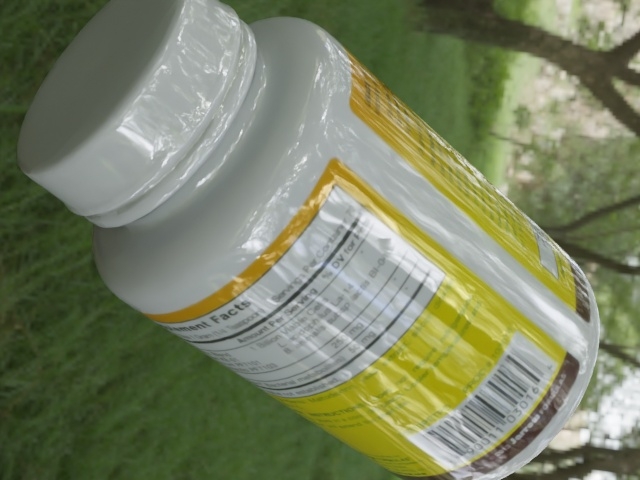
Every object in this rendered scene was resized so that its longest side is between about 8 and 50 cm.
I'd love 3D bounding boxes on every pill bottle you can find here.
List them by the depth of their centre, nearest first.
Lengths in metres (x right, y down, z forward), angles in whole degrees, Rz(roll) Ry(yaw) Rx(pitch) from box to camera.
[{"bbox_3d":[0.000,0.000,0.416,0.215,0.117,0.117,38,45,-32],"label":"pill bottle"}]
